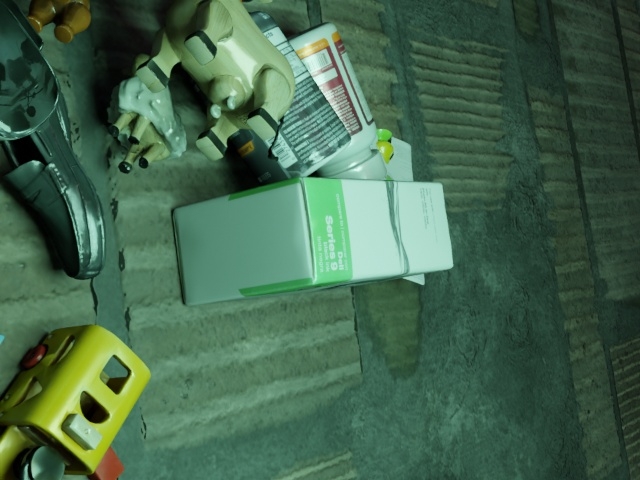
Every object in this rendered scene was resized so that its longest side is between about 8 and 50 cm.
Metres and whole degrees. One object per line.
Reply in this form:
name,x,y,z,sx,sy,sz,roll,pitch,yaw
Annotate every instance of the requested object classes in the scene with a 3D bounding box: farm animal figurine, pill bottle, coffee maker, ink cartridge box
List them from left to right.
coffee maker,-0.334,-0.142,0.734,0.171,0.178,0.120,35,55,-40
farm animal figurine,-0.104,-0.237,0.877,0.172,0.330,0.327,-74,152,-45
pill bottle,-0.078,-0.188,1.078,0.246,0.130,0.130,56,43,-7
ink cartridge box,0.000,0.000,1.079,0.289,0.211,0.122,-3,83,-50
pill bottle,0.004,-0.174,1.198,0.121,0.121,0.221,-40,112,-47

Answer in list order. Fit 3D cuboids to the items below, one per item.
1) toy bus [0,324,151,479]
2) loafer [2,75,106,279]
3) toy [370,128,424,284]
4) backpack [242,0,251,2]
toy bus,-0.247,0.176,0.823,0.191,0.104,0.202,-3,83,-51
loafer,-0.277,-0.064,0.872,0.078,0.076,0.223,-20,92,-46
toy,0.090,-0.054,1.326,0.136,0.056,0.237,19,62,-43
backpack,-0.004,-0.447,1.140,0.276,0.263,0.213,-28,104,-50
